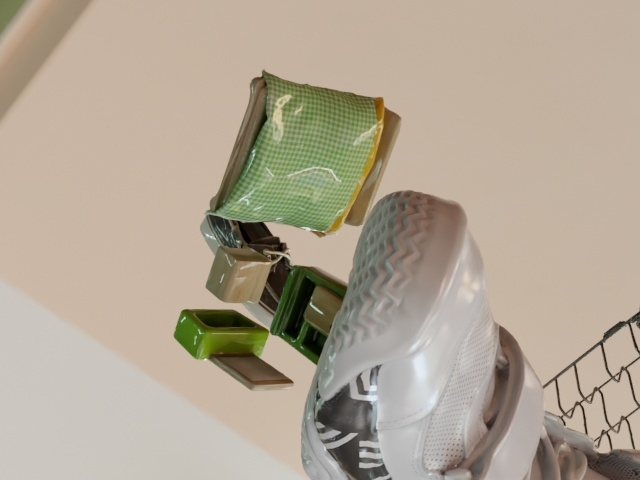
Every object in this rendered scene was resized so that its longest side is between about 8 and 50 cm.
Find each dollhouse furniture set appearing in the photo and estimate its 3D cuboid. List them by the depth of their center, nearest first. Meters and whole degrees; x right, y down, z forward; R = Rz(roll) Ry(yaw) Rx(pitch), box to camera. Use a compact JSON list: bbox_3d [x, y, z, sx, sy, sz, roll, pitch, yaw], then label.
[{"bbox_3d":[0.000,0.000,1.500,0.198,0.301,0.151,3,-158,-47],"label":"dollhouse furniture set"}]

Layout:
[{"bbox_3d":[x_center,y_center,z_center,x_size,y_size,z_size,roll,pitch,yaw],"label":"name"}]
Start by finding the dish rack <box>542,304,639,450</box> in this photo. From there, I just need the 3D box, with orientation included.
[{"bbox_3d":[0.275,0.192,1.317,0.208,0.271,0.074,47,-161,-6],"label":"dish rack"}]

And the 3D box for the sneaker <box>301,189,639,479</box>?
[{"bbox_3d":[0.106,0.114,0.771,0.210,0.137,0.365,13,145,8],"label":"sneaker"}]

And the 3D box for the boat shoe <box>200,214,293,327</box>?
[{"bbox_3d":[-0.075,0.027,1.827,0.078,0.070,0.219,-2,-134,-49],"label":"boat shoe"}]
